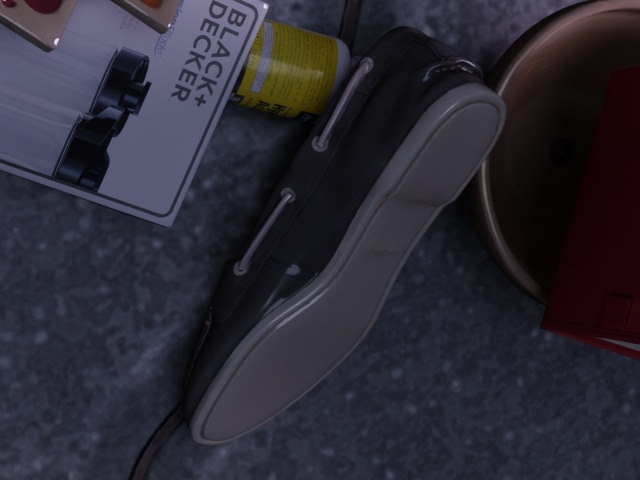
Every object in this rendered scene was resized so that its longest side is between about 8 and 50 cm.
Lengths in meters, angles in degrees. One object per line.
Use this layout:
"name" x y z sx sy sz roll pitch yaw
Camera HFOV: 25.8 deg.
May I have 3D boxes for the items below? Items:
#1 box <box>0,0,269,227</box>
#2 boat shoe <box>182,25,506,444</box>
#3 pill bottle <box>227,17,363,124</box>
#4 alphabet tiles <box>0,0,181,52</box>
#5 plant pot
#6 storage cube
"box" -0.196 -0.136 0.875 0.290 0.087 0.169 21 99 -32
"boat shoe" 0.000 0.000 0.985 0.112 0.095 0.335 14 120 -50
"pill bottle" -0.018 -0.118 0.987 0.116 0.065 0.065 12 94 -19
"alphabet tiles" -0.175 -0.284 0.835 0.285 0.011 0.342 33 54 -24
"plant pot" 0.204 -0.063 1.047 0.237 0.110 0.237 -3 100 -18
"storage cube" 0.286 -0.002 0.920 0.184 0.215 0.193 18 86 -20
